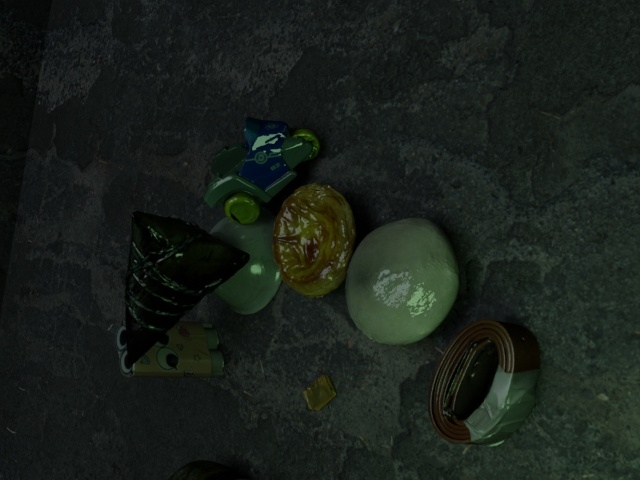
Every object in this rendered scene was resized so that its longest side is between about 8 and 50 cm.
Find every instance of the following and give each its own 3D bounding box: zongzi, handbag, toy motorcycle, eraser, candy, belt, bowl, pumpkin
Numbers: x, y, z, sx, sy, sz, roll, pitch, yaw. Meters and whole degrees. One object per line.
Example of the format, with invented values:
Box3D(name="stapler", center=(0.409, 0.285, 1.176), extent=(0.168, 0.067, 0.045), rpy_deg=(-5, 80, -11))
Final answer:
Box3D(name="zongzi", center=(-0.408, 0.132, 1.965), extent=(0.383, 0.319, 0.362), rpy_deg=(-35, 38, 56))
Box3D(name="handbag", center=(-0.001, 0.375, 1.880), extent=(0.083, 0.027, 0.061), rpy_deg=(-47, 52, 27))
Box3D(name="toy motorcycle", center=(-0.169, -0.215, 2.028), extent=(0.326, 0.200, 0.191), rpy_deg=(-38, 29, 27))
Box3D(name="eraser", center=(-0.419, 0.307, 2.137), extent=(0.087, 0.291, 0.171), rpy_deg=(-39, 56, 36))
Box3D(name="candy", center=(0.167, 0.088, 1.646), extent=(0.296, 0.185, 0.295), rpy_deg=(-19, 65, 47))
Box3D(name="belt", center=(0.324, 0.282, 1.502), extent=(0.184, 0.105, 0.261), rpy_deg=(31, 102, 47))
Box3D(name="bowl", center=(-0.248, 0.047, 2.117), extent=(0.313, 0.146, 0.313), rpy_deg=(-10, 77, 46))
Box3D(name="pumpkin", center=(-0.305, 0.740, 2.004), extent=(0.321, 0.192, 0.320), rpy_deg=(-15, 67, 41))

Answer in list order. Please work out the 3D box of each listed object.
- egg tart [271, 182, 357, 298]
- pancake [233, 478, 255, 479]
Box3D(name="egg tart", center=(0.000, 0.000, 1.888), extent=(0.295, 0.116, 0.294), rpy_deg=(-10, 75, 42))
Box3D(name="pancake", center=(-0.181, 0.711, 1.871), extent=(0.031, 0.250, 0.249), rpy_deg=(143, 129, -76))
